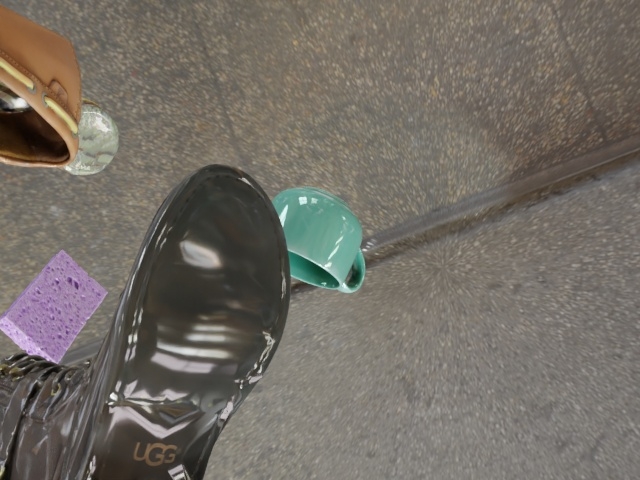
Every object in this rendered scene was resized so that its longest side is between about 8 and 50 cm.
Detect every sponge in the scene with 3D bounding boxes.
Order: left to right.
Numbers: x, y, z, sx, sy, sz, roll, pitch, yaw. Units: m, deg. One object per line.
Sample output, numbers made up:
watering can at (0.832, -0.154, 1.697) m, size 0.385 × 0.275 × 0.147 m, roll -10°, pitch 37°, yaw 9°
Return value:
sponge at (-0.459, 0.116, 1.410) m, size 0.031 × 0.210 × 0.117 m, roll -32°, pitch 110°, yaw 27°

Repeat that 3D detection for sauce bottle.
sauce bottle at (-0.437, -0.197, 1.271) m, size 0.344 × 0.111 × 0.111 m, roll 29°, pitch 93°, yaw 43°

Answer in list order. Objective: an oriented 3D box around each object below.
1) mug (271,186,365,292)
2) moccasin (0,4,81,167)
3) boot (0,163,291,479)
mug at (-0.009, -0.004, 1.055) m, size 0.130 × 0.157 × 0.097 m, roll 19°, pitch 74°, yaw 20°
moccasin at (-0.315, -0.123, 0.595) m, size 0.139 × 0.380 × 0.146 m, roll -20°, pitch 78°, yaw 13°
boot at (-0.138, 0.086, 0.467) m, size 0.229 × 0.091 × 0.262 m, roll -3°, pitch 66°, yaw 50°
